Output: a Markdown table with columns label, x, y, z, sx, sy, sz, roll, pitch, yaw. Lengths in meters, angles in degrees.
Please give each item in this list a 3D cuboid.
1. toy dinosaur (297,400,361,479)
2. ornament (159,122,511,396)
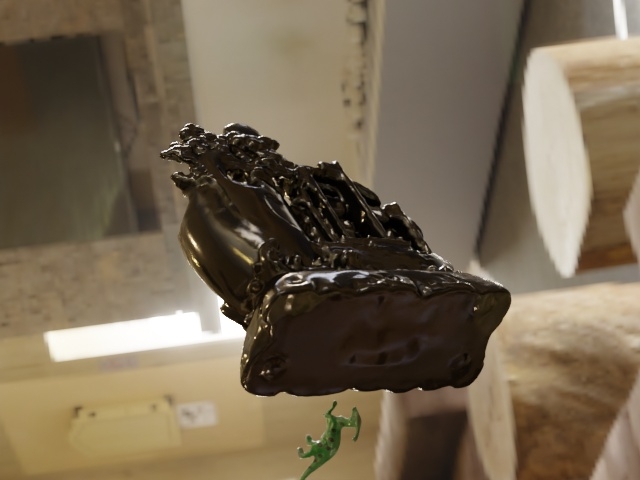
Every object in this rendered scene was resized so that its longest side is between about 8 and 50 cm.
| label | x | y | z | sx | sy | sz | roll | pitch | yaw |
| --- | --- | --- | --- | --- | --- | --- | --- | --- | --- |
| toy dinosaur | 0.010 | 0.186 | 1.153 | 0.021 | 0.062 | 0.083 | 31 | -126 | -50 |
| ornament | 0.000 | 0.000 | 1.054 | 0.106 | 0.251 | 0.260 | -66 | 34 | 32 |
